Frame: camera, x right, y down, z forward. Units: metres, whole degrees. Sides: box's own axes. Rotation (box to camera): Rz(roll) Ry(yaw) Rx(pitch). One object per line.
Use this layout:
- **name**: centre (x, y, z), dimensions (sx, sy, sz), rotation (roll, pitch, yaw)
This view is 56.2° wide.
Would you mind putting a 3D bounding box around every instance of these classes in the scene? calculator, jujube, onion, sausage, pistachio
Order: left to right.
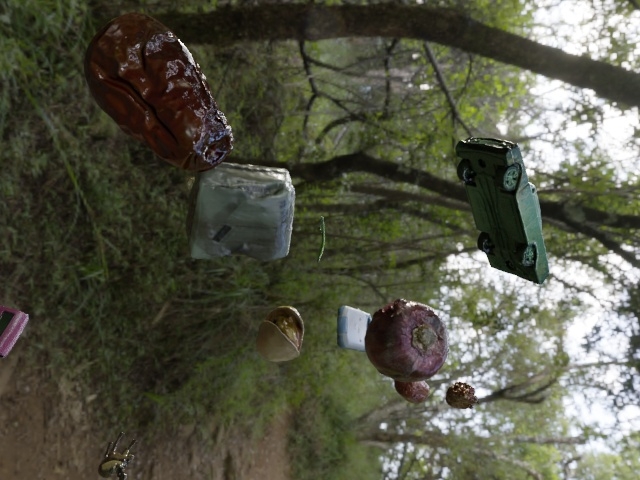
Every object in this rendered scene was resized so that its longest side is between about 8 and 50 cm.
- **calculator**: centre (-0.800, 0.190, 1.400), dimensions (0.034, 0.190, 0.126), rotation (-51, -161, 42)
- **jujube**: centre (-0.309, -0.278, 1.162), dimensions (0.342, 0.216, 0.216), rotation (46, -11, 10)
- **pistachio**: centre (-0.141, 0.354, 2.216), dimensions (0.299, 0.187, 0.187), rotation (119, -34, -63)
- **calculator**: centre (0.100, 0.258, 1.738), dimensions (0.210, 0.039, 0.121), rotation (28, 61, -56)
- **onion**: centre (0.154, 0.197, 1.149), dimensions (0.195, 0.159, 0.159), rotation (136, -50, -64)
- **sausage**: centre (0.226, 0.364, 1.491), dimensions (0.141, 0.076, 0.076), rotation (51, 26, -56)

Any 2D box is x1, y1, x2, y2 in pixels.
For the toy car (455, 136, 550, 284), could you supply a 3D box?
- **toy car**: centre (0.367, -0.062, 1.195), dimensions (0.141, 0.097, 0.321), rotation (24, -35, 53)

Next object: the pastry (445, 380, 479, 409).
- **pastry**: centre (0.408, 0.444, 1.733), dimensions (0.169, 0.087, 0.063), rotation (95, 14, -65)

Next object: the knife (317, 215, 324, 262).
- **knife**: centre (0.003, 0.000, 1.978), dimensions (0.078, 0.022, 0.166), rotation (96, -3, -55)

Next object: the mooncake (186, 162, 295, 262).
- **mooncake**: centre (-0.189, -0.072, 1.431), dimensions (0.136, 0.250, 0.254), rotation (-111, -152, -47)

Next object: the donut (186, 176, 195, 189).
- **donut**: centre (-0.331, -0.160, 1.881), dimensions (0.166, 0.108, 0.065), rotation (38, -31, 22)

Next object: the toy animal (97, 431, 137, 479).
- **toy animal**: centre (-0.650, 0.711, 1.906), dimensions (0.214, 0.094, 0.186), rotation (-45, -165, 37)
